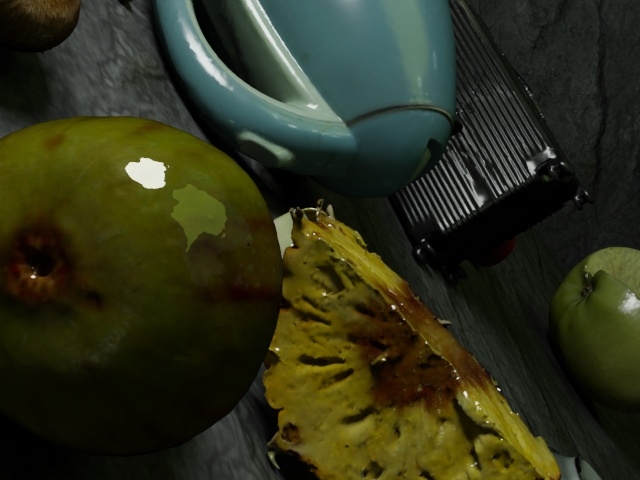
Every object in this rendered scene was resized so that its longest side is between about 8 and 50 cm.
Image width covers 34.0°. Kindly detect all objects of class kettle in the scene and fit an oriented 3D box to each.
[{"bbox_3d":[-0.017,-0.196,0.983,0.319,0.247,0.342,-3,63,-36],"label":"kettle"}]

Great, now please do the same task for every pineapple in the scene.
[{"bbox_3d":[0.024,0.099,0.640,0.233,0.135,0.079,51,22,14],"label":"pineapple"}]

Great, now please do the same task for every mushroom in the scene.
[{"bbox_3d":[-0.184,-0.162,0.596,0.126,0.084,0.109,-28,120,-77],"label":"mushroom"}]

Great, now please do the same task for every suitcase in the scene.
[{"bbox_3d":[0.183,-0.144,1.416,0.152,0.229,0.335,32,29,-58],"label":"suitcase"}]

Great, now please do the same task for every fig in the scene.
[{"bbox_3d":[-0.071,0.021,0.456,0.186,0.142,0.148,-6,90,-59],"label":"fig"}]

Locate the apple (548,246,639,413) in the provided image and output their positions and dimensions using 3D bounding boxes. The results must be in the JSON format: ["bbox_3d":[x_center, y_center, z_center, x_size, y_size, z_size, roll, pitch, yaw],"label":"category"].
[{"bbox_3d":[0.536,0.169,1.887,0.257,0.233,0.295,38,30,-14],"label":"apple"}]

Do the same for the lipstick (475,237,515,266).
[{"bbox_3d":[0.220,-0.057,1.649,0.241,0.080,0.080,47,18,-32],"label":"lipstick"}]

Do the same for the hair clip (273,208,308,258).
[{"bbox_3d":[0.029,0.062,0.825,0.218,0.071,0.159,53,9,-20],"label":"hair clip"}]

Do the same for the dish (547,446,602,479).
[{"bbox_3d":[0.268,0.299,1.062,0.260,0.085,0.260,51,16,-22],"label":"dish"}]

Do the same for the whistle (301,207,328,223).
[{"bbox_3d":[0.004,-0.003,0.938,0.057,0.046,0.109,43,8,5],"label":"whistle"}]
